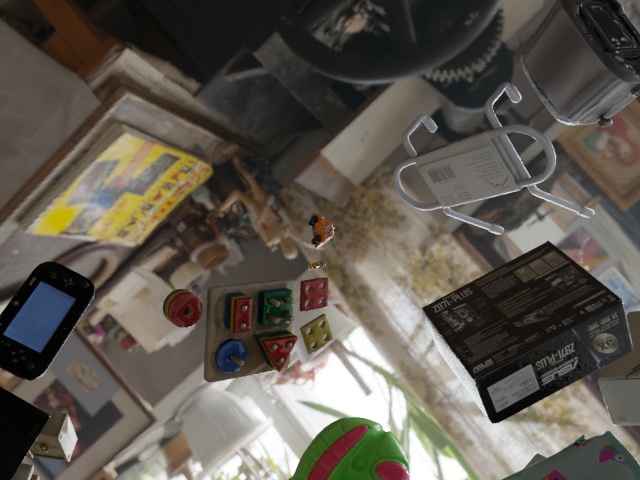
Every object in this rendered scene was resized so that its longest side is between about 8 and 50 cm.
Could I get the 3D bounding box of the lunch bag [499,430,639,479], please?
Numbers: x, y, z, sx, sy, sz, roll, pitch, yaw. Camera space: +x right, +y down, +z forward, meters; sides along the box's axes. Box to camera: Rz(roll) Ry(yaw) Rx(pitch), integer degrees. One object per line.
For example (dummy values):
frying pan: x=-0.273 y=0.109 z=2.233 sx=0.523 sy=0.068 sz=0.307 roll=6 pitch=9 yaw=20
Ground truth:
lunch bag: x=0.281 y=0.353 z=0.720 sx=0.223 sy=0.262 sz=0.160 roll=-29 pitch=130 yaw=7

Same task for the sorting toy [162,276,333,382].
sorting toy: x=-0.080 y=0.126 z=0.934 sx=0.274 sy=0.046 sz=0.133 roll=-3 pitch=104 yaw=-36

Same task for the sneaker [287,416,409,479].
sneaker: x=-0.051 y=0.449 z=0.862 sx=0.483 sy=0.185 sz=0.202 roll=-45 pitch=159 yaw=-15

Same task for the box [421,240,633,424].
box: x=0.231 y=0.100 z=0.782 sx=0.180 sy=0.078 sz=0.147 roll=-28 pitch=-150 yaw=-2

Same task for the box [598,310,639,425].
box: x=0.652 y=0.250 z=1.376 sx=0.094 sy=0.113 sz=0.275 roll=-13 pitch=-163 yaw=40

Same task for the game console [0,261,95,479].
game console: x=-0.476 y=0.171 z=1.021 sx=0.044 sy=0.213 sz=0.361 roll=-38 pitch=-157 yaw=43

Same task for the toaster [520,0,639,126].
toaster: x=0.417 y=-0.291 z=1.083 sx=0.129 sy=0.227 sz=0.146 roll=-11 pitch=154 yaw=-30

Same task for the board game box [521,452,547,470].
board game box: x=0.450 y=0.515 z=1.087 sx=0.097 sy=0.303 sz=0.224 roll=-40 pitch=-153 yaw=-18

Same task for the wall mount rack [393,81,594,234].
wall mount rack: x=0.314 y=-0.114 z=1.239 sx=0.350 sy=0.304 sz=0.130 roll=-12 pitch=-152 yaw=53

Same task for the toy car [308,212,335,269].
toy car: x=0.000 y=0.000 z=1.145 sx=0.040 sy=0.060 sz=0.122 roll=-8 pitch=153 yaw=-11

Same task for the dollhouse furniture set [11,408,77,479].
dollhouse furniture set: x=-0.507 y=0.388 z=1.060 sx=0.212 sy=0.160 sz=0.242 roll=99 pitch=0 yaw=-48
